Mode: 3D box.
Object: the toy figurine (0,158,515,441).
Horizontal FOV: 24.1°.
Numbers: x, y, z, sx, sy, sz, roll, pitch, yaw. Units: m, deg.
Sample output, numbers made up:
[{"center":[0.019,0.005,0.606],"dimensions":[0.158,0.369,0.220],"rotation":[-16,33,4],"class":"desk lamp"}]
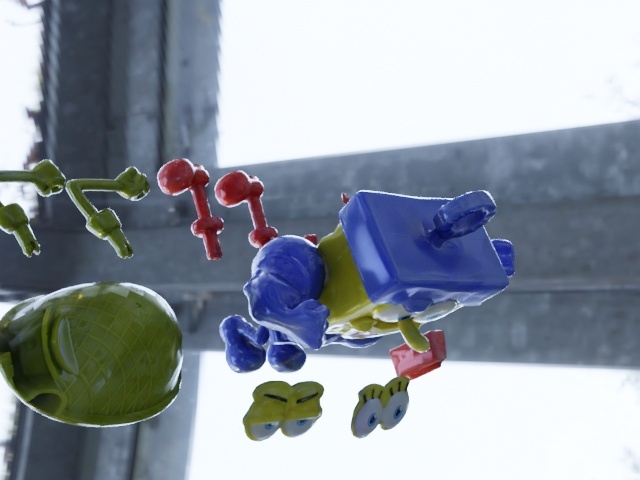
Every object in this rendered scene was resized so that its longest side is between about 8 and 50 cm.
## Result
[{"center":[0.000,0.000,0.918],"dimensions":[0.363,0.217,0.191],"rotation":[6,-117,-45],"class":"toy figurine"}]
